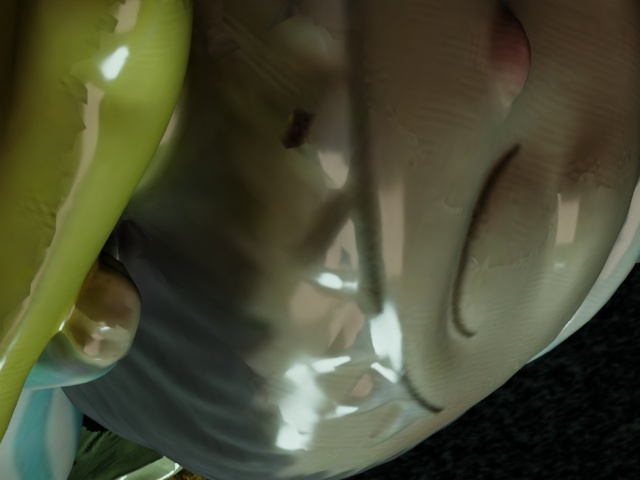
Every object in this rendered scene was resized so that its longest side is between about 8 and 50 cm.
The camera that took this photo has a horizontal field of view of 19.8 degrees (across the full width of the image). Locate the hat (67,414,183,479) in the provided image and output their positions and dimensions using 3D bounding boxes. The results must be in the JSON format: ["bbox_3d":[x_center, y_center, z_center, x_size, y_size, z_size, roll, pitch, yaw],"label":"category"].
[{"bbox_3d":[-0.108,0.057,0.807,0.122,0.081,0.166,10,148,27],"label":"hat"}]

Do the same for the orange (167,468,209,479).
[{"bbox_3d":[-0.083,0.139,0.915,0.086,0.062,0.086,-9,142,-7],"label":"orange"}]

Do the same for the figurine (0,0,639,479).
[{"bbox_3d":[0.000,0.000,0.629,0.377,0.266,0.361,12,139,-32],"label":"figurine"}]
